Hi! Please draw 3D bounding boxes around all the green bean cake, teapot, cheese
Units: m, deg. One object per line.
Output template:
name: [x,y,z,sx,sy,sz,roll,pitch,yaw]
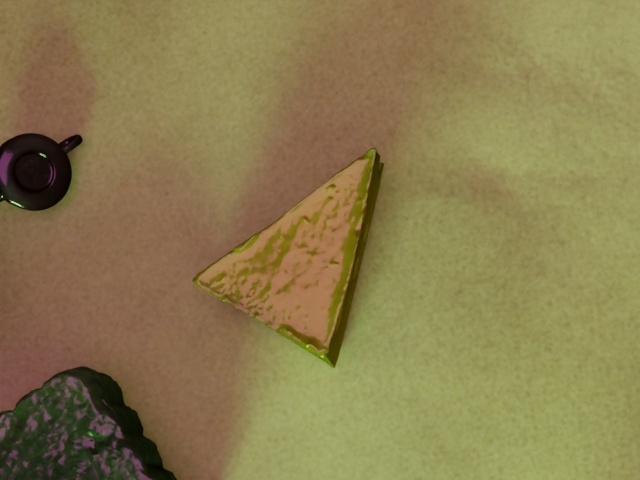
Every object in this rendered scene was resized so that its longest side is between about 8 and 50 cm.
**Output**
green bean cake: [-0.214,0.220,1.503,0.185,0.094,0.183,-35,81,2]
teapot: [-0.247,-0.061,1.568,0.100,0.045,0.068,-36,104,-16]
cheese: [0.000,0.000,1.503,0.126,0.093,0.171,31,87,12]
